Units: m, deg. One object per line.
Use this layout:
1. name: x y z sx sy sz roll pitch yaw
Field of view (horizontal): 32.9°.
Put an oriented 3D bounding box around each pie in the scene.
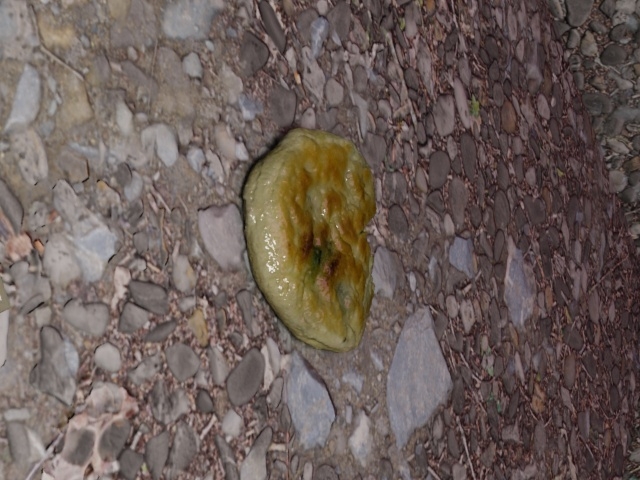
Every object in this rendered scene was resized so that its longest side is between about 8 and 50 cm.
1. pie: 0.000 0.000 1.559 0.337 0.075 0.337 16 70 -55

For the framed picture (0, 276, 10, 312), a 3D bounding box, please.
1. framed picture: -0.385 0.030 1.004 0.203 0.015 0.150 -30 108 -56
